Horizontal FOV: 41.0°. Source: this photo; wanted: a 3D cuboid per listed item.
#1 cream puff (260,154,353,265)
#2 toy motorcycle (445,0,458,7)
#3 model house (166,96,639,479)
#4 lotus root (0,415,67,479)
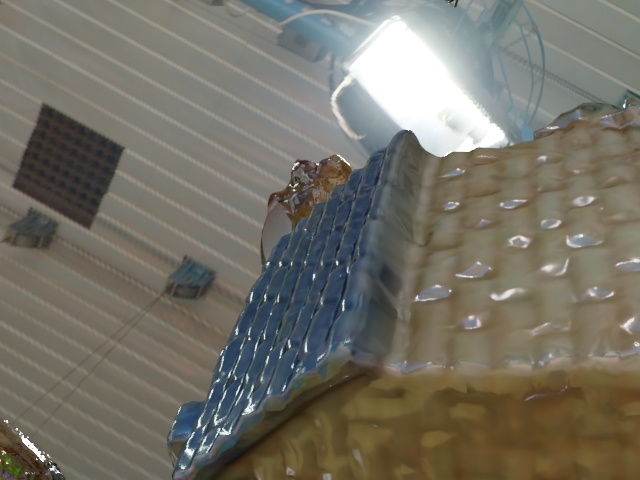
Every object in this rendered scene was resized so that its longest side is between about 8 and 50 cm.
[{"bbox_3d":[0.000,0.000,1.385,0.241,0.155,0.269,46,-59,44],"label":"cream puff"},{"bbox_3d":[0.131,-0.392,1.119,0.122,0.080,0.215,-33,-105,-14],"label":"toy motorcycle"},{"bbox_3d":[0.104,0.147,0.746,0.400,0.395,0.445,-5,-57,12],"label":"model house"},{"bbox_3d":[-0.384,0.320,0.996,0.291,0.193,0.193,43,-68,12],"label":"lotus root"}]
